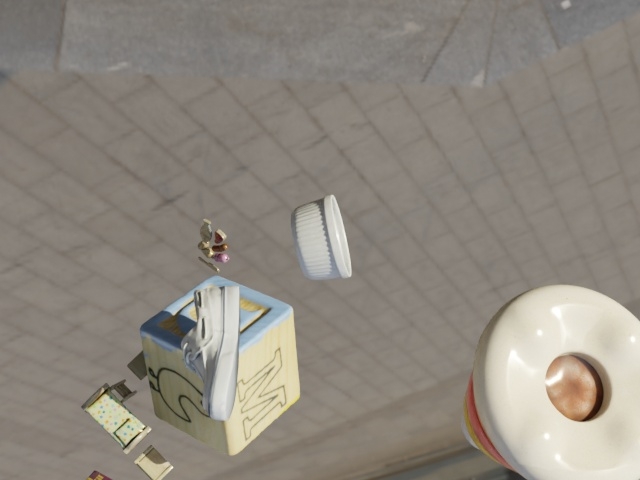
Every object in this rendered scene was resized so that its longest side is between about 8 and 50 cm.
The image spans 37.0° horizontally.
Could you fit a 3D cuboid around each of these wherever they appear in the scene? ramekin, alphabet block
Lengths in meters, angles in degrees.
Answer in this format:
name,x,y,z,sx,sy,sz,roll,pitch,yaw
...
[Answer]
name,x,y,z,sx,sy,sz,roll,pitch,yaw
ramekin,0.000,0.000,2.322,0.109,0.207,0.207,-13,150,7
alphabet block,-0.165,0.206,1.612,0.193,0.192,0.197,-35,132,-40

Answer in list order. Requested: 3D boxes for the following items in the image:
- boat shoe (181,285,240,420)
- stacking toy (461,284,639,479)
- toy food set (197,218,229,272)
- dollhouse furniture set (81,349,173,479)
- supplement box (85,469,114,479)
name,x,y,z,sx,sy,sz,roll,pitch,yaw
boat shoe,-0.162,0.163,1.399,0.084,0.258,0.095,1,123,-2
stacking toy,0.365,0.303,1.736,0.351,0.350,0.480,-5,163,-17
toy food set,-0.220,0.011,2.005,0.019,0.078,0.122,-45,164,-41
dollhouse furniture set,-0.287,0.295,1.638,0.161,0.182,0.101,-45,178,-17
supplement box,-0.308,0.376,1.377,0.083,0.055,0.043,14,141,38
